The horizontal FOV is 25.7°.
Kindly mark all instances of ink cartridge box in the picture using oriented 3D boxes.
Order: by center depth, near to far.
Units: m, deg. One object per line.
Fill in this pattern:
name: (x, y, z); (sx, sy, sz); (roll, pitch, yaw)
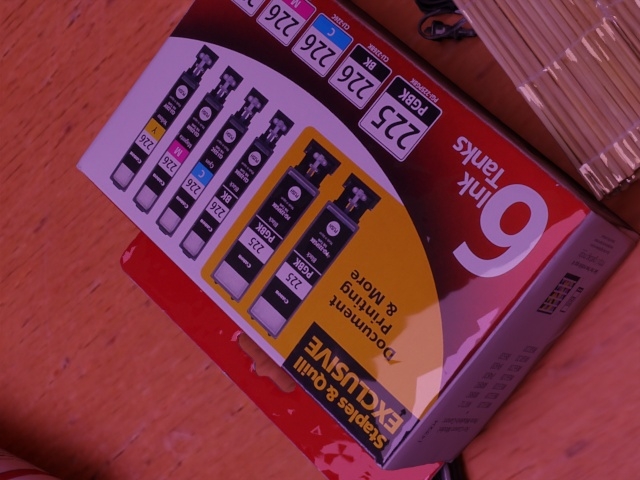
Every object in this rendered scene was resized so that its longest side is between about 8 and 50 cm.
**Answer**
ink cartridge box: (0.000, 0.000, 0.940); (0.309, 0.130, 0.272); (42, 102, 24)

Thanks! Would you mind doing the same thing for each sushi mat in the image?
sushi mat: (0.150, -0.191, 0.898); (0.151, 0.019, 0.316); (-34, 73, 6)

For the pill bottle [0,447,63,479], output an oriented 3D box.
pill bottle: (-0.316, 0.265, 1.122); (0.408, 0.229, 0.229); (20, 102, 31)

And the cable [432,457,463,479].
cable: (0.084, 0.210, 0.953); (0.139, 0.072, 0.287); (-14, 85, 35)

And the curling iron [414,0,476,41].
curling iron: (0.022, -0.229, 0.999); (0.274, 0.035, 0.068); (42, 113, 24)
